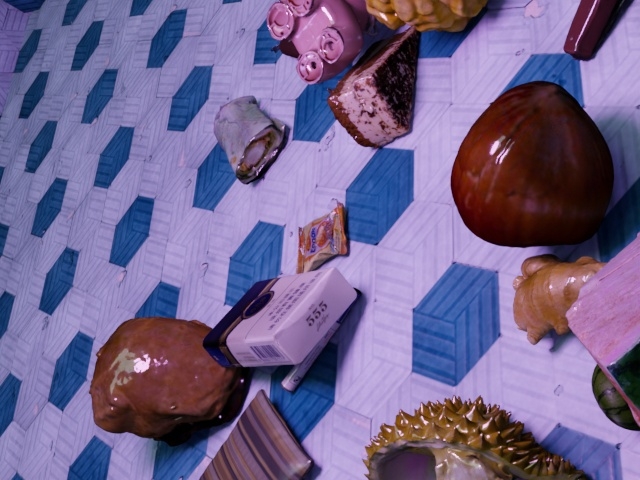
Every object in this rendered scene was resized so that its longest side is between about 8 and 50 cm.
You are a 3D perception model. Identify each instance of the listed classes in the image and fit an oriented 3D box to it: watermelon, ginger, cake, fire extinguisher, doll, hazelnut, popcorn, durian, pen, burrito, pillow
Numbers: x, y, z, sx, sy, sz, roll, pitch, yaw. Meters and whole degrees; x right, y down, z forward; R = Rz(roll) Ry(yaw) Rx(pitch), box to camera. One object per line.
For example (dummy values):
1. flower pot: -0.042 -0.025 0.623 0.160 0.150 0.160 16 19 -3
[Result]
1. watermelon: 0.409 0.086 1.089 0.292 0.222 0.319 -39 1 -2
2. ginger: 0.304 0.070 1.350 0.115 0.081 0.205 -37 17 -20
3. cake: 0.120 -0.267 1.891 0.112 0.135 0.246 -18 22 35
4. fire extinguisher: -0.045 -0.397 2.211 0.064 0.043 0.158 -35 30 -14
5. ginger: -0.282 0.235 1.911 0.269 0.223 0.200 -36 37 38
6. doll: 0.041 -0.414 1.951 0.284 0.268 0.216 -40 78 45
7. hazelnut: 0.275 -0.105 1.400 0.229 0.229 0.229 -33 42 36
8. popcorn: 0.177 -0.446 1.777 0.190 0.250 0.250 102 171 -53
9. durian: 0.172 0.274 1.325 0.306 0.172 0.166 -15 79 39
10. watermelon: 0.356 0.160 1.194 0.109 0.109 0.109 -33 42 36
11. pen: 0.002 0.162 1.749 0.204 0.025 0.025 -54 33 9
12. burrito: -0.159 -0.219 2.198 0.144 0.089 0.229 -53 35 8
13. pillow: -0.109 0.374 1.716 0.212 0.052 0.208 -57 35 11

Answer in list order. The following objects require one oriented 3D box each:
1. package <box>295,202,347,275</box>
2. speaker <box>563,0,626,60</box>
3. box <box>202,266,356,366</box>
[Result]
1. package: 0.001 -0.001 1.862 0.121 0.031 0.108 -30 44 39
2. speaker: 0.455 -0.376 1.466 0.329 0.198 0.259 -124 27 -70
3. box: -0.072 0.129 1.760 0.168 0.071 0.259 -48 20 -28
